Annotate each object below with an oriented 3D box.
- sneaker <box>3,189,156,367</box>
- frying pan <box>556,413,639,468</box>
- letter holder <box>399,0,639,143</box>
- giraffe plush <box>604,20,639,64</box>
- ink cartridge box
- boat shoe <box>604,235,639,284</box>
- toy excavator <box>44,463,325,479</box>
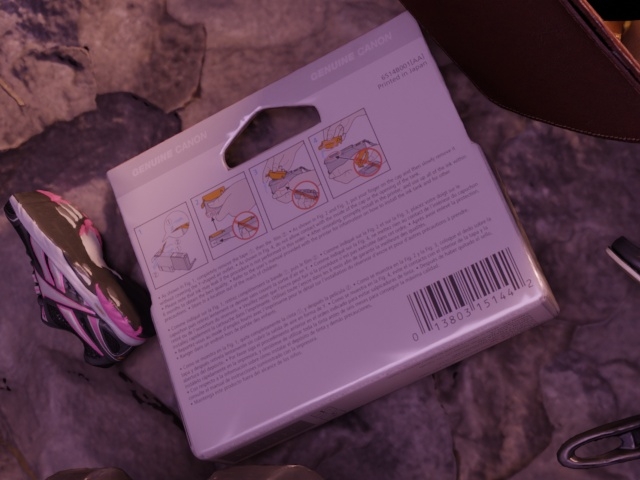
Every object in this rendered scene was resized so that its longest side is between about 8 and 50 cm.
[{"bbox_3d":[-0.218,0.035,0.982,0.077,0.072,0.178,-47,70,20],"label":"sneaker"},{"bbox_3d":[0.338,0.080,0.795,0.326,0.053,0.197,6,90,2],"label":"frying pan"},{"bbox_3d":[0.159,-0.191,0.754,0.152,0.302,0.214,-43,106,-2],"label":"letter holder"},{"bbox_3d":[0.278,-0.154,0.802,0.170,0.210,0.181,-34,48,29],"label":"giraffe plush"},{"bbox_3d":[0.000,0.000,0.918,0.296,0.066,0.261,-26,68,13],"label":"ink cartridge box"},{"bbox_3d":[0.270,0.035,0.846,0.133,0.049,0.042,35,101,8],"label":"boat shoe"},{"bbox_3d":[-0.080,0.426,0.762,0.222,0.433,0.445,-8,44,37],"label":"toy excavator"}]
